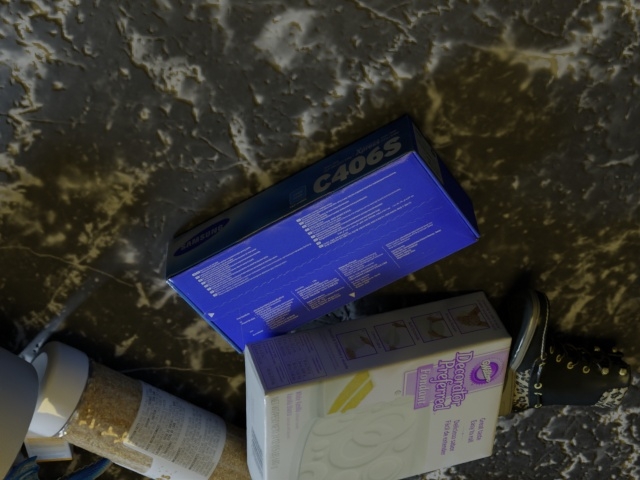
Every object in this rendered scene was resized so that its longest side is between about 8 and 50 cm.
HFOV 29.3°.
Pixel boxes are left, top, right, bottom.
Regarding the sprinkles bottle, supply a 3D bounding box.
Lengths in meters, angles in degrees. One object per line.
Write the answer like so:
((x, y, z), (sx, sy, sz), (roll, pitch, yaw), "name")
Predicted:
((-0.233, 0.258, 1.666), (0.355, 0.121, 0.121), (29, 124, -25), "sprinkles bottle")

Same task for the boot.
((0.325, 0.148, 1.626), (0.179, 0.085, 0.236), (0, 137, -6), "boot")

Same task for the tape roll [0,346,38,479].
((-0.495, 0.222, 1.540), (0.169, 0.246, 0.246), (36, 121, -29), "tape roll")

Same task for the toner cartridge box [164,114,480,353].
((0.000, 0.000, 1.483), (0.348, 0.075, 0.165), (-27, 127, 19), "toner cartridge box")

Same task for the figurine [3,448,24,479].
((-0.521, 0.347, 1.763), (0.215, 0.092, 0.209), (-3, 140, -1), "figurine")

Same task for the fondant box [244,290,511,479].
((0.071, 0.213, 1.606), (0.330, 0.096, 0.238), (-12, 133, -15), "fondant box")

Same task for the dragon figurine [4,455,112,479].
((-0.381, 0.355, 1.676), (0.144, 0.085, 0.289), (33, 94, -35), "dragon figurine")

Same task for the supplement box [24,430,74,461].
((-0.384, 0.266, 1.721), (0.062, 0.036, 0.098), (-3, 132, -2), "supplement box")
